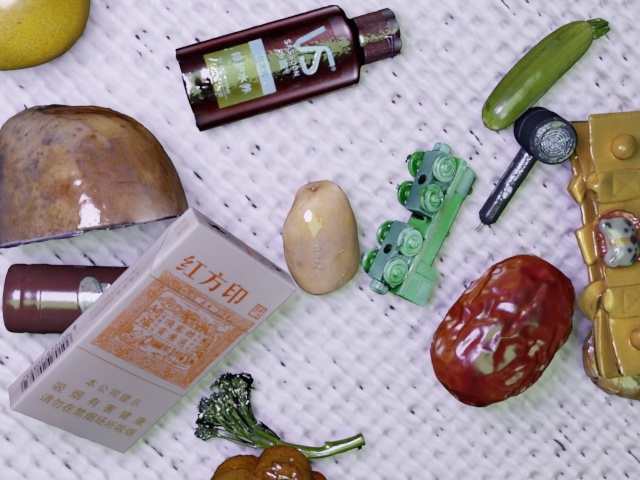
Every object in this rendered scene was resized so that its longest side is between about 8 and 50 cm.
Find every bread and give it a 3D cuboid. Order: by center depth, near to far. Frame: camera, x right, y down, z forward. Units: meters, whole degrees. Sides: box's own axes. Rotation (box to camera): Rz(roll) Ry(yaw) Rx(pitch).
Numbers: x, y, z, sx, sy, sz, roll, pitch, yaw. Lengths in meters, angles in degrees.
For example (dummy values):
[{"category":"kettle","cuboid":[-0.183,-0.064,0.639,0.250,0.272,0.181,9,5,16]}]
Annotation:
[{"category":"bread","cuboid":[-0.079,0.425,1.224,0.232,0.135,0.247,-8,111,4]}]

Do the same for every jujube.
[{"category":"jujube","cuboid":[0.278,0.138,1.248,0.174,0.174,0.250,38,83,-10]}]

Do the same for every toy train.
[{"category":"toy train","cuboid":[0.157,-0.023,1.254,0.119,0.085,0.251,29,86,-36]}]

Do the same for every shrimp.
[{"category":"shrimp","cuboid":[0.575,0.195,1.354,0.289,0.075,0.178,19,91,3]}]

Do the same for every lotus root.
[{"category":"lotus root","cuboid":[-0.319,-0.088,1.102,0.272,0.272,0.192,-9,86,-7]}]

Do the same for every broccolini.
[{"category":"broccolini","cuboid":[-0.058,0.270,1.266,0.271,0.062,0.123,10,110,-4]}]

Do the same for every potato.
[{"category":"potato","cuboid":[0.000,0.000,1.223,0.109,0.118,0.178,2,113,26]}]

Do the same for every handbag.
[{"category":"handbag","cuboid":[0.520,0.002,1.241,0.283,0.133,0.401,-4,87,-15]}]

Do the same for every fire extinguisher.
[{"category":"fire extinguisher","cuboid":[-0.272,0.076,1.180,0.344,0.102,0.138,1,138,-8]}]

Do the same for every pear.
[{"category":"pear","cuboid":[-0.414,-0.324,1.078,0.208,0.209,0.209,-1,96,-8]}]

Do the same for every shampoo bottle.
[{"category":"shampoo bottle","cuboid":[-0.042,-0.263,1.199,0.323,0.084,0.129,-16,101,-7]}]

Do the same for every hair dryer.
[{"category":"hair dryer","cuboid":[0.303,-0.101,1.262,0.071,0.124,0.219,30,107,-8]}]

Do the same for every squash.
[{"category":"squash","cuboid":[0.341,-0.267,1.265,0.252,0.066,0.066,-44,100,-3]}]

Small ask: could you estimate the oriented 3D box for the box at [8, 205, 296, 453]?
[{"category":"box","cuboid":[-0.228,0.134,1.126,0.365,0.051,0.204,-44,131,10]}]
